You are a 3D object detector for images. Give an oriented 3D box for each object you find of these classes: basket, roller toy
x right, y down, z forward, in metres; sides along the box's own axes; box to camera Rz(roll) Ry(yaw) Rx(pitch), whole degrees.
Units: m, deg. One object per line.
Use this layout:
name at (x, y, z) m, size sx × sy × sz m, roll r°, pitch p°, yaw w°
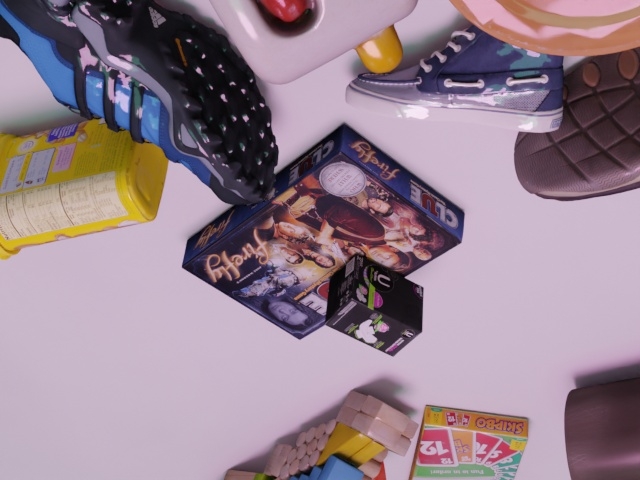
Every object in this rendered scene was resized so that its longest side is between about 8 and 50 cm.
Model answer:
basket at (0.391, 0.216, 1.373) m, size 0.227 × 0.154 × 0.204 m, roll -9°, pitch 138°, yaw 23°
roller toy at (-0.019, -0.220, 0.897) m, size 0.146 × 0.209 × 0.191 m, roll -28°, pitch 165°, yaw 5°

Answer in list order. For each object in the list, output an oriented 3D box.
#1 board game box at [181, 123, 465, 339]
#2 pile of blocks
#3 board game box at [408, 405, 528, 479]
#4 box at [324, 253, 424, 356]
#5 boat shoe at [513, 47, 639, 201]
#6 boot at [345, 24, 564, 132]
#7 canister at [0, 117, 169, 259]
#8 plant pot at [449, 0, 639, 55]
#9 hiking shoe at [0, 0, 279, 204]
board game box at (0.000, 0.000, 1.267) m, size 0.165 × 0.042 × 0.243 m, roll 33°, pitch 133°, yaw -26°
pile of blocks at (0.000, 0.312, 1.537) m, size 0.113 × 0.149 × 0.362 m, roll 31°, pitch 133°, yaw -23°
board game box at (0.175, 0.297, 1.582) m, size 0.124 × 0.039 × 0.259 m, roll 7°, pitch 141°, yaw 2°
box at (0.054, 0.064, 1.250) m, size 0.083 × 0.062 × 0.052 m, roll 27°, pitch 134°, yaw -20°
boat shoe at (0.326, -0.098, 1.039) m, size 0.355 × 0.132 × 0.130 m, roll -19°, pitch 143°, yaw 39°
boot at (0.115, -0.148, 1.080) m, size 0.190 × 0.069 × 0.086 m, roll 7°, pitch 111°, yaw 14°
canister at (-0.234, -0.055, 1.181) m, size 0.170 × 0.126 × 0.073 m, roll -11°, pitch 135°, yaw 18°
plant pot at (0.172, -0.260, 0.828) m, size 0.291 × 0.203 × 0.291 m, roll 4°, pitch 138°, yaw 4°
hiking shoe at (-0.158, -0.142, 1.101) m, size 0.132 × 0.113 × 0.304 m, roll -19°, pitch 124°, yaw 39°
